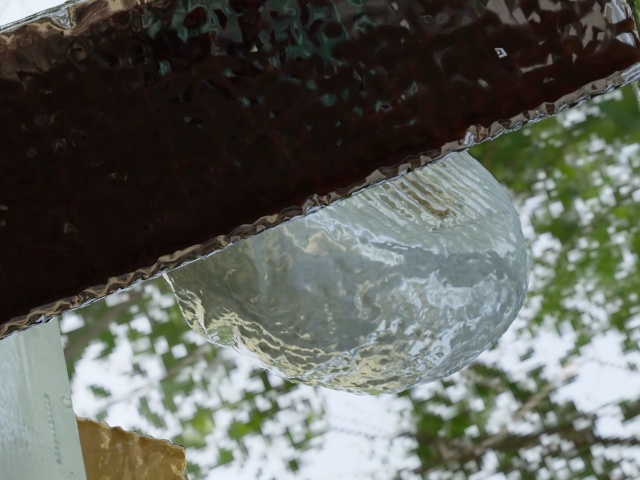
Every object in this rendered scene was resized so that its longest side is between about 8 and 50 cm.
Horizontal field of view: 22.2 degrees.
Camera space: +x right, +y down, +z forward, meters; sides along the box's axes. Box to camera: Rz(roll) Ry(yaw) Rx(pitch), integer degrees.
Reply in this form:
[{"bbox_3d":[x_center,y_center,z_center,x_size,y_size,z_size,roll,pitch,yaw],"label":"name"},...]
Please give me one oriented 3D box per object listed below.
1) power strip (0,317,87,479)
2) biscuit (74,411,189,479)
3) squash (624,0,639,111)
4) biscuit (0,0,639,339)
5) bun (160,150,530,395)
[{"bbox_3d":[-0.221,0.055,1.103,0.043,0.106,0.367,-26,-120,20],"label":"power strip"},{"bbox_3d":[-0.207,0.243,1.219,0.013,0.232,0.237,84,23,-73],"label":"biscuit"},{"bbox_3d":[0.334,-0.135,1.167,0.210,0.233,0.309,36,-19,41],"label":"squash"},{"bbox_3d":[-0.060,-0.047,0.615,0.073,0.388,0.107,-159,-133,-74],"label":"biscuit"},{"bbox_3d":[0.000,0.000,1.394,0.362,0.362,0.211,48,-61,38],"label":"bun"}]
